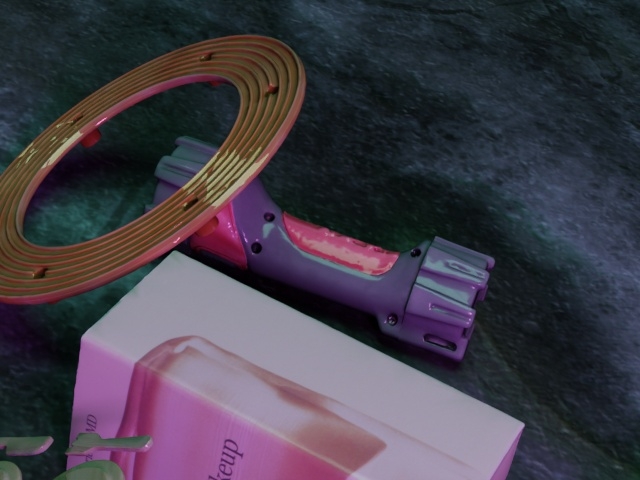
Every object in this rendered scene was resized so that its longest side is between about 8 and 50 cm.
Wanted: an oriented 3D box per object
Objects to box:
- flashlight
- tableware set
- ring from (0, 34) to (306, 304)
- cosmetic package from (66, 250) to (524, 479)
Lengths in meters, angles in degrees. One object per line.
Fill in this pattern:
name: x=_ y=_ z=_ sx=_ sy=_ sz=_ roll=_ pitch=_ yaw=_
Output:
flashlight: x=0.000 y=0.000 z=1.284 sx=0.304 sy=0.103 sz=0.103 roll=18 pitch=36 yaw=9
tableware set: x=-0.197 y=0.190 z=0.983 sx=0.194 sy=0.039 sz=0.128 roll=-7 pitch=37 yaw=42
ring: x=-0.157 y=-0.061 z=1.238 sx=0.336 sy=0.032 sz=0.337 roll=-24 pitch=31 yaw=15
cosmetic package: x=-0.024 y=0.151 z=1.052 sx=0.296 sy=0.153 sz=0.129 roll=25 pitch=39 yaw=17
